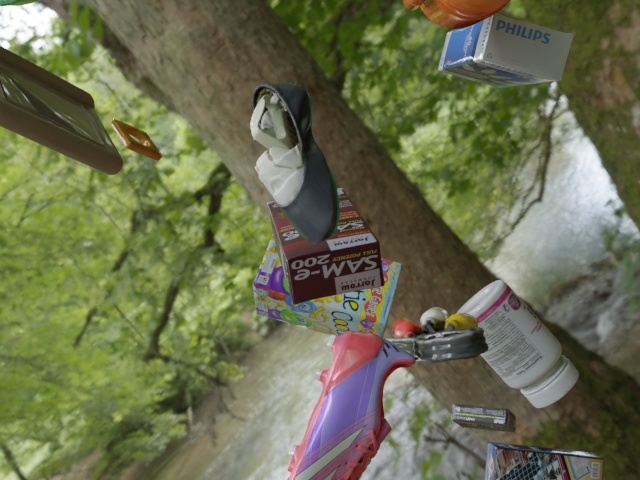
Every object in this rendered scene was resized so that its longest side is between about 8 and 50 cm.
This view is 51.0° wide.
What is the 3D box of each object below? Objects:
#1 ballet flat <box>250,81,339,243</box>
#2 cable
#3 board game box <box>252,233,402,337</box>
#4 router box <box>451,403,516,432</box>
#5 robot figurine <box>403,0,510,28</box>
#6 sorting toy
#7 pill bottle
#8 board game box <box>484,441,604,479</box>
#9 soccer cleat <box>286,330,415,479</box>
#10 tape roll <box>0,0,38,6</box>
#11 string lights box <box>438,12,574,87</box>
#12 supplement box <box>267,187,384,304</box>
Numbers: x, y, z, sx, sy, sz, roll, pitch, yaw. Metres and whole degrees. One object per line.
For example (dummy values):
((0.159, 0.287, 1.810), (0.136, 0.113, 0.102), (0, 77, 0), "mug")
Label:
((-0.035, -0.085, 0.665), (0.074, 0.074, 0.203), (-34, 49, 28), "ballet flat")
((0.120, 0.106, 0.781), (0.139, 0.072, 0.287), (-6, -11, 9), "cable")
((0.014, 0.103, 1.401), (0.144, 0.275, 0.142), (92, -165, -59), "board game box")
((0.357, 0.388, 1.467), (0.122, 0.092, 0.038), (-2, 67, 26), "router box")
((0.203, -0.365, 0.923), (0.219, 0.158, 0.128), (-103, 28, -79), "robot figurine")
((-0.354, -0.161, 0.853), (0.047, 0.347, 0.196), (-49, 45, 15), "sorting toy")
((0.465, 0.247, 1.595), (0.160, 0.283, 0.160), (-41, -2, -2), "pill bottle")
((0.321, 0.432, 0.990), (0.042, 0.164, 0.244), (129, 148, -85), "board game box")
((0.020, 0.214, 0.679), (0.083, 0.095, 0.248), (63, -136, -74), "soccer cleat")
((-0.623, -0.613, 1.270), (0.321, 0.321, 0.077), (-35, 11, 21), "tape roll")
((0.301, -0.315, 1.132), (0.260, 0.133, 0.077), (-113, 36, -78), "string lights box")
((0.000, 0.000, 0.989), (0.130, 0.073, 0.239), (-12, 24, -7), "supplement box")
